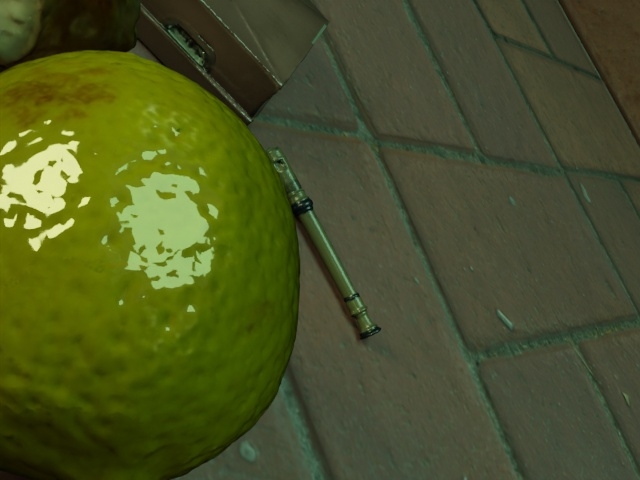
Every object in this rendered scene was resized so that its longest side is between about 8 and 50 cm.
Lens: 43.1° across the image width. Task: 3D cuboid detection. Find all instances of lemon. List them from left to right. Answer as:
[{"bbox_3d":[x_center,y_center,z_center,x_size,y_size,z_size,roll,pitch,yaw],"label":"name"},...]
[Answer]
[{"bbox_3d":[-0.135,0.018,0.498,0.267,0.267,0.267,32,41,-32],"label":"lemon"}]

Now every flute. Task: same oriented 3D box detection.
[{"bbox_3d":[0.000,0.000,0.875,0.027,0.027,0.233,-16,75,-55],"label":"flute"}]

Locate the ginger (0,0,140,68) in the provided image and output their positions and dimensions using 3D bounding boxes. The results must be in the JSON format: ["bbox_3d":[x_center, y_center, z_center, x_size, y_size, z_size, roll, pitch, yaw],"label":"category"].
[{"bbox_3d":[-0.319,-0.259,0.565,0.418,0.176,0.254,44,42,-13],"label":"ginger"}]

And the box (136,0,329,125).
[{"bbox_3d":[-0.109,-0.260,0.902,0.215,0.086,0.215,46,34,-15],"label":"box"}]
